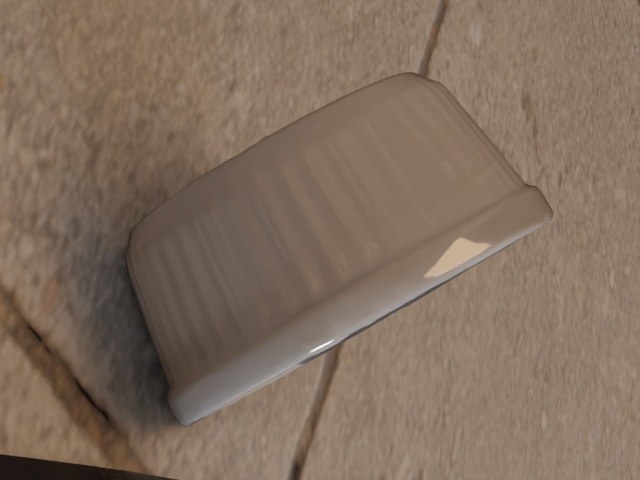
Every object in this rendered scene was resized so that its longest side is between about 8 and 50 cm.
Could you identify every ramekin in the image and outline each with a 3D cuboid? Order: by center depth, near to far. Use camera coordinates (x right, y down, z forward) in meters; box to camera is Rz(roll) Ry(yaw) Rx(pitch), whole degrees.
[{"bbox_3d":[0.000,0.000,1.202,0.127,0.273,0.273,60,27,3],"label":"ramekin"}]

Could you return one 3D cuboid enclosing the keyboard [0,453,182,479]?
[{"bbox_3d":[-0.108,0.230,1.102,0.317,0.033,0.201,19,58,-56],"label":"keyboard"}]
